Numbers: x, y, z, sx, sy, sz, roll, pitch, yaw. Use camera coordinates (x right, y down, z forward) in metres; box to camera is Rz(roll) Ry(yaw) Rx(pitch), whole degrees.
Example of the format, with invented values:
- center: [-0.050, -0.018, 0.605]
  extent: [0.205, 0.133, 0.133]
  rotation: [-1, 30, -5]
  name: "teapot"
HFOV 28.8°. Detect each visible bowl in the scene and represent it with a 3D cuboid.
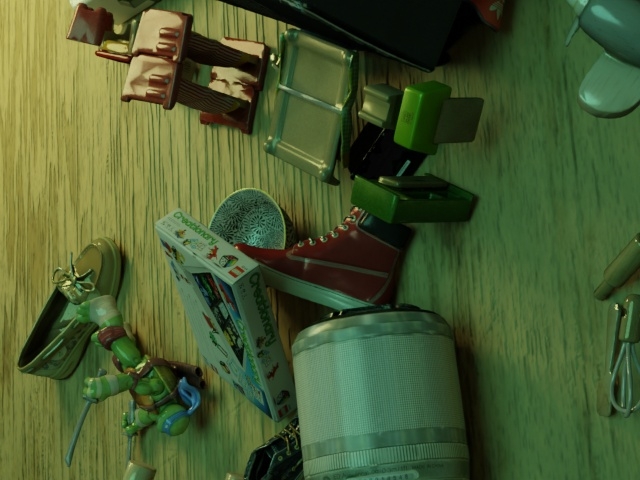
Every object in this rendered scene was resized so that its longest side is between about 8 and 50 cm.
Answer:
- center: [-0.093, 0.008, 1.934]
  extent: [0.170, 0.080, 0.170]
  rotation: [-9, 76, 39]
  name: "bowl"

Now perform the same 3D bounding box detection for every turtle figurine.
- center: [-0.342, 0.245, 2.029]
  extent: [0.275, 0.197, 0.266]
  rotation: [-47, 52, 20]
  name: "turtle figurine"

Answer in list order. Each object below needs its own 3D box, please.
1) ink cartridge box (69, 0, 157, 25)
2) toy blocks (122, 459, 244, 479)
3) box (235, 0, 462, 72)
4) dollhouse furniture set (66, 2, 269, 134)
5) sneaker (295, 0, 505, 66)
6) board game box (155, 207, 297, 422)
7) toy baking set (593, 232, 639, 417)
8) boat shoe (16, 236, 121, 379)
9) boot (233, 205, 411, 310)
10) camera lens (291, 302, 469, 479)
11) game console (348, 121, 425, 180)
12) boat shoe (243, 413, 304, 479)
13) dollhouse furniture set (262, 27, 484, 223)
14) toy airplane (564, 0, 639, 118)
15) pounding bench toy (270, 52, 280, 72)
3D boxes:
- center: [-0.322, -0.533, 2.206]
  extent: [0.272, 0.114, 0.198]
  rotation: [-22, 68, 36]
  name: "ink cartridge box"
- center: [-0.143, 0.490, 1.756]
  extent: [0.309, 0.288, 0.260]
  rotation: [19, 88, 39]
  name: "toy blocks"
- center: [-0.009, -0.537, 1.663]
  extent: [0.471, 0.297, 0.480]
  rotation: [27, 97, 42]
  name: "box"
- center: [-0.288, -0.294, 2.076]
  extent: [0.374, 0.201, 0.152]
  rotation: [15, 92, 40]
  name: "dollhouse furniture set"
- center: [0.108, -0.306, 1.786]
  extent: [0.350, 0.131, 0.148]
  rotation: [-18, 66, 37]
  name: "sneaker"
- center: [-0.135, 0.114, 1.840]
  extent: [0.053, 0.305, 0.193]
  rotation: [-36, 47, -23]
  name: "board game box"
- center: [0.378, 0.099, 1.493]
  extent: [0.256, 0.030, 0.197]
  rotation: [123, 150, -52]
  name: "toy baking set"
- center: [-0.443, 0.122, 2.205]
  extent: [0.104, 0.089, 0.285]
  rotation: [35, 104, 39]
  name: "boat shoe"
- center: [0.000, 0.000, 1.803]
  extent: [0.244, 0.088, 0.176]
  rotation: [17, 92, 5]
  name: "boot"
- center: [0.080, 0.233, 1.653]
  extent: [0.219, 0.219, 0.274]
  rotation: [-18, 70, 37]
  name: "camera lens"
- center: [0.099, -0.134, 1.842]
  extent: [0.107, 0.071, 0.122]
  rotation: [37, 109, 7]
  name: "game console"
- center: [-0.039, 0.297, 1.833]
  extent: [0.065, 0.083, 0.183]
  rotation: [42, 109, 37]
  name: "boat shoe"
- center: [0.075, -0.166, 1.755]
  extent: [0.301, 0.151, 0.198]
  rotation: [30, 115, 43]
  name: "dollhouse furniture set"
- center: [0.449, -0.343, 1.407]
  extent: [0.384, 0.272, 0.386]
  rotation: [-12, 59, 19]
  name: "toy airplane"
- center: [-0.039, -0.291, 1.961]
  extent: [0.083, 0.052, 0.065]
  rotation: [46, 111, 36]
  name: "pounding bench toy"
